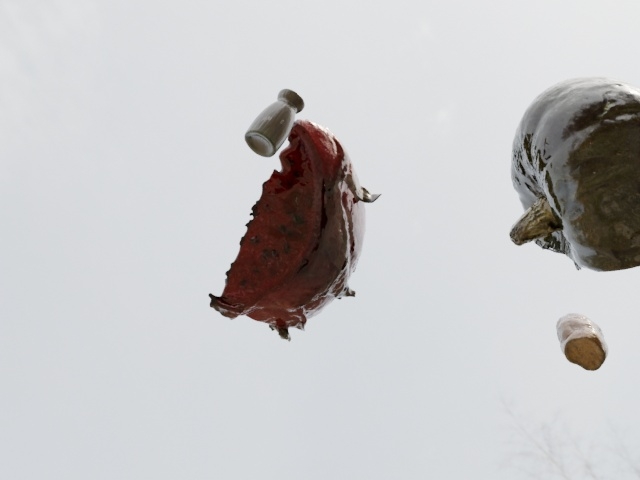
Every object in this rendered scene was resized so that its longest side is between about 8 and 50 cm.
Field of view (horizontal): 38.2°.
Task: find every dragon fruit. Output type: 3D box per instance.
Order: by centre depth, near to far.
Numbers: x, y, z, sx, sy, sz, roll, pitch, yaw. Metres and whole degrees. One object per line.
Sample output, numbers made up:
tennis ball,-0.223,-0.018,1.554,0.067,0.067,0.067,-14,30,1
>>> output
dragon fruit,0.000,0.000,1.490,0.282,0.100,0.343,26,-96,-49

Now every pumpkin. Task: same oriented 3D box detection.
pumpkin,0.348,-0.097,1.255,0.242,0.325,0.232,-29,-79,-2

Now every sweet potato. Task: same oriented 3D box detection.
sweet potato,0.530,0.199,1.908,0.097,0.251,0.097,0,-80,3

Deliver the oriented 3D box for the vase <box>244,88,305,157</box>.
vase,-0.063,-0.171,1.326,0.100,0.053,0.053,-58,-45,-31
